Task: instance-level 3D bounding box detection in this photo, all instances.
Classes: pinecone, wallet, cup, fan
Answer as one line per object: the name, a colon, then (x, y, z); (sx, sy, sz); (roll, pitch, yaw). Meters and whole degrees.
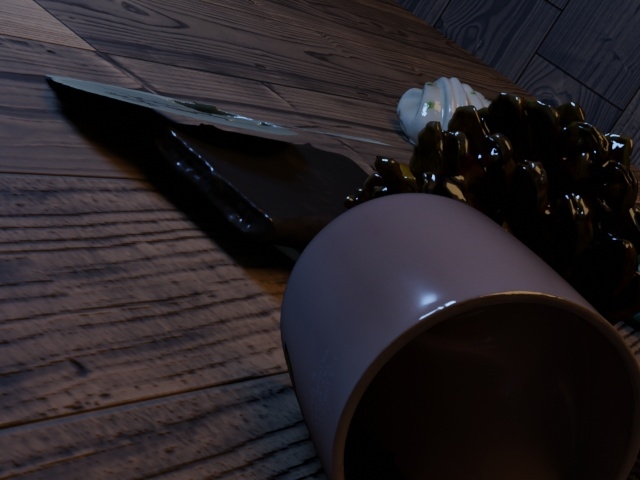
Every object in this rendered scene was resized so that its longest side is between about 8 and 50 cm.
pinecone: (0.150, 0.002, 1.222); (0.257, 0.243, 0.243); (-16, 33, -12)
wallet: (-0.013, -0.037, 1.302); (0.165, 0.042, 0.309); (42, 18, 28)
cup: (0.090, 0.102, 0.918); (0.253, 0.191, 0.200); (58, 0, -27)
fan: (-0.073, -0.114, 1.373); (0.414, 0.012, 0.233); (7, 11, -44)

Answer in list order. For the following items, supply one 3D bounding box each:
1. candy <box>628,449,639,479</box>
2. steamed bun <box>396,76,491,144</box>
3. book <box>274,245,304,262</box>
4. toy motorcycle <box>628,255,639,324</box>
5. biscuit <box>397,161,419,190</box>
candy: (0.274, 0.178, 1.242); (0.094, 0.051, 0.226); (17, 17, -14)
steamed bun: (0.199, -0.168, 2.038); (0.183, 0.106, 0.183); (29, 18, -10)
book: (0.000, 0.000, 1.320); (0.118, 0.012, 0.172); (37, 16, 14)
toy motorcycle: (0.415, 0.058, 1.798); (0.296, 0.109, 0.198); (42, 29, 27)
biscuit: (0.180, 0.018, 1.483); (0.299, 0.045, 0.154); (40, 0, 3)
